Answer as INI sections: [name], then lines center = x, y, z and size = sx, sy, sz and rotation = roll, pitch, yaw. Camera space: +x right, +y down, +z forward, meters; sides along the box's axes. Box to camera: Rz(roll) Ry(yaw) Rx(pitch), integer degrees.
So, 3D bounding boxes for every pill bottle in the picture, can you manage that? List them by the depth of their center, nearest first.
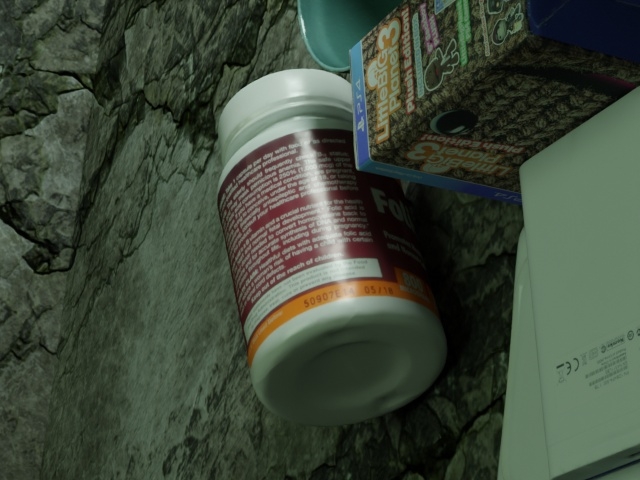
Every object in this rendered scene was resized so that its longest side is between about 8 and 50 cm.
[pill bottle]
center = 0.000, 0.000, 1.861
size = 0.224, 0.224, 0.392
rotation = -53, 38, 40

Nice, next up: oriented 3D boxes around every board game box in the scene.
[board game box]
center = 0.201, -0.166, 1.538
size = 0.291, 0.232, 0.141
rotation = -37, 49, 53

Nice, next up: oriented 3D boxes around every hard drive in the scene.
[hard drive]
center = 0.269, 0.040, 1.437
size = 0.210, 0.040, 0.318
rotation = -36, 50, 52

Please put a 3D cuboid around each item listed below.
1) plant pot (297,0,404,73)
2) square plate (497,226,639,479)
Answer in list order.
[plant pot]
center = 0.129, -0.311, 1.760
size = 0.293, 0.196, 0.293
rotation = -28, 57, 55
[square plate]
center = 0.273, 0.123, 1.496
size = 0.344, 0.049, 0.347
rotation = -11, 70, 61
